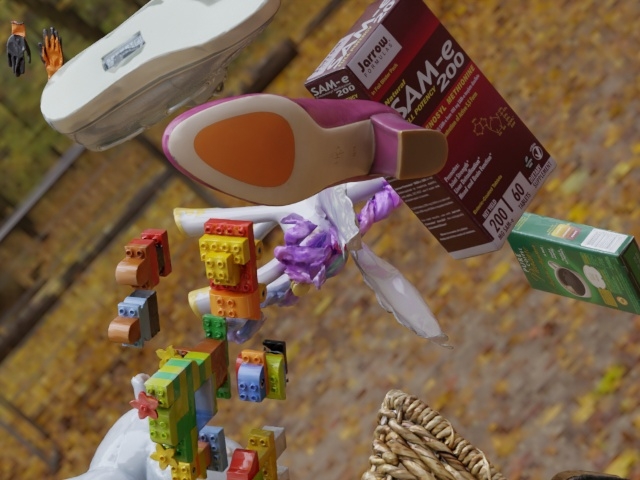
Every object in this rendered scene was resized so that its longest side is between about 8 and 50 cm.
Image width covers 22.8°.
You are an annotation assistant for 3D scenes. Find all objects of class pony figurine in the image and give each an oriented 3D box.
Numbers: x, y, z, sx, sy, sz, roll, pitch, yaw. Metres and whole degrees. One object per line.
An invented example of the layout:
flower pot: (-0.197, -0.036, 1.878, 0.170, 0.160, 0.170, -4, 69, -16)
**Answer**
pony figurine: (0.000, 0.000, 2.126, 0.364, 0.302, 0.351, -25, 39, 8)

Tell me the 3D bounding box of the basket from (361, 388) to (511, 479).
basket: (0.130, 0.288, 1.395, 0.299, 0.214, 0.223, 89, -166, -64)

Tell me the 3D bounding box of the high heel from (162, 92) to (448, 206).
high heel: (-0.029, -0.077, 1.186, 0.244, 0.082, 0.117, -8, 16, -35)

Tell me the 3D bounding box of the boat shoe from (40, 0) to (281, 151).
boat shoe: (-0.121, -0.147, 1.314, 0.228, 0.081, 0.079, -29, 52, 14)

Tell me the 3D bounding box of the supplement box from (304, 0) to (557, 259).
supplement box: (0.110, -0.112, 1.541, 0.073, 0.239, 0.130, -17, 31, 54)

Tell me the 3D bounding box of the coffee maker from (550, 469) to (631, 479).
coffee maker: (0.241, 0.253, 1.428, 0.120, 0.171, 0.178, -58, -7, -5)

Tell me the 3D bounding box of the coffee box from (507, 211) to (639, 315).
coffee box: (0.316, 0.026, 1.934, 0.184, 0.113, 0.040, 13, 55, 47)

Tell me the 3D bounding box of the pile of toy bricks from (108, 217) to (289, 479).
pile of toy bricks: (-0.089, 0.097, 1.045, 0.118, 0.212, 0.105, 4, 22, 21)

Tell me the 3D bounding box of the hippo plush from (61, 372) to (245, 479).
hippo plush: (-0.176, 0.275, 1.475, 0.294, 0.234, 0.236, 14, 41, 41)

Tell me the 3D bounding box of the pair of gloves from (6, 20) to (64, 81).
pair of gloves: (-0.369, -0.243, 2.053, 0.010, 0.083, 0.074, -44, -39, -60)
